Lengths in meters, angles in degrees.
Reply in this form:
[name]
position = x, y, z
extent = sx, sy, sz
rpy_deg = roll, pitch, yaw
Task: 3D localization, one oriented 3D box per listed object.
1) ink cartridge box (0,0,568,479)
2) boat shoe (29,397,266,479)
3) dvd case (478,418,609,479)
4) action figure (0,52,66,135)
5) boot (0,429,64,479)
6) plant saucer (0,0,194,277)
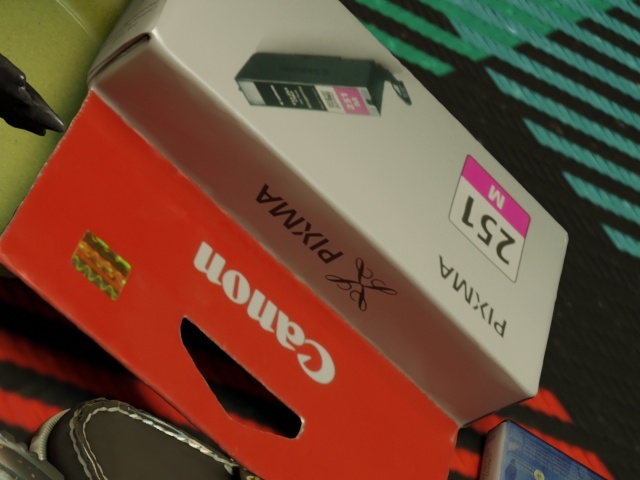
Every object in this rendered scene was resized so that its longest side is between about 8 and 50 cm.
[ink cartridge box]
position = 0.000, 0.000, 0.770
extent = 0.275, 0.060, 0.239
rpy_deg = 43, 40, -21
[boat shoe]
position = -0.020, 0.139, 0.675
extent = 0.228, 0.068, 0.081
rpy_deg = 41, 42, -7
[dvd case]
position = 0.140, 0.229, 0.772
extent = 0.180, 0.022, 0.253
rpy_deg = 33, 44, -17
[action figure]
position = -0.201, -0.051, 0.578
extent = 0.164, 0.141, 0.276
rpy_deg = 34, 60, 5
[boot]
position = -0.131, 0.163, 0.565
extent = 0.246, 0.083, 0.161
rpy_deg = 35, 49, -11
[plant saucer]
position = -0.169, -0.078, 0.745
extent = 0.241, 0.037, 0.241
rpy_deg = 21, 48, -25
